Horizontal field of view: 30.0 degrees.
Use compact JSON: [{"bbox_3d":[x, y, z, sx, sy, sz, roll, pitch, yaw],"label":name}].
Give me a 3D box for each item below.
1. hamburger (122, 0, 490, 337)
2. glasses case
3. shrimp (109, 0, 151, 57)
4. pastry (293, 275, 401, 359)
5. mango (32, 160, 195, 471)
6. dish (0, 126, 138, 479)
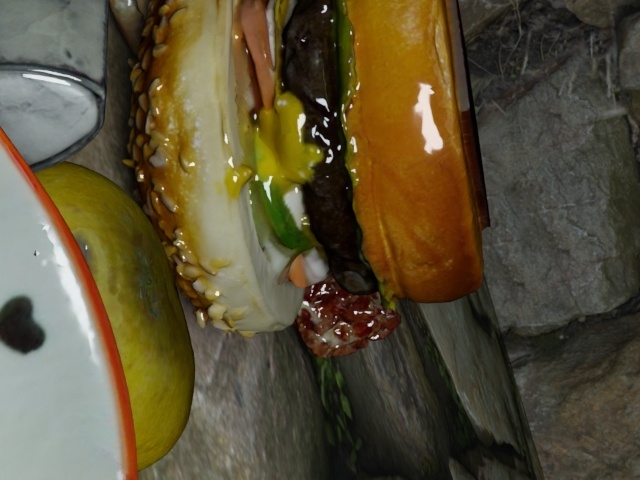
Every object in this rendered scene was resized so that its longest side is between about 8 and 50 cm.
[{"bbox_3d":[-0.007,-0.076,0.802,0.291,0.225,0.291,-5,90,-80],"label":"hamburger"},{"bbox_3d":[-0.151,-0.153,0.569,0.060,0.114,0.299,79,2,-48],"label":"glasses case"},{"bbox_3d":[-0.149,-0.244,0.862,0.143,0.052,0.251,-48,128,-86],"label":"shrimp"},{"bbox_3d":[0.000,0.000,1.030,0.115,0.097,0.209,-71,143,-78],"label":"pastry"},{"bbox_3d":[-0.110,0.041,0.561,0.195,0.098,0.137,55,18,-63],"label":"mango"},{"bbox_3d":[-0.156,0.054,0.317,0.256,0.117,0.256,-17,90,-75],"label":"dish"}]
